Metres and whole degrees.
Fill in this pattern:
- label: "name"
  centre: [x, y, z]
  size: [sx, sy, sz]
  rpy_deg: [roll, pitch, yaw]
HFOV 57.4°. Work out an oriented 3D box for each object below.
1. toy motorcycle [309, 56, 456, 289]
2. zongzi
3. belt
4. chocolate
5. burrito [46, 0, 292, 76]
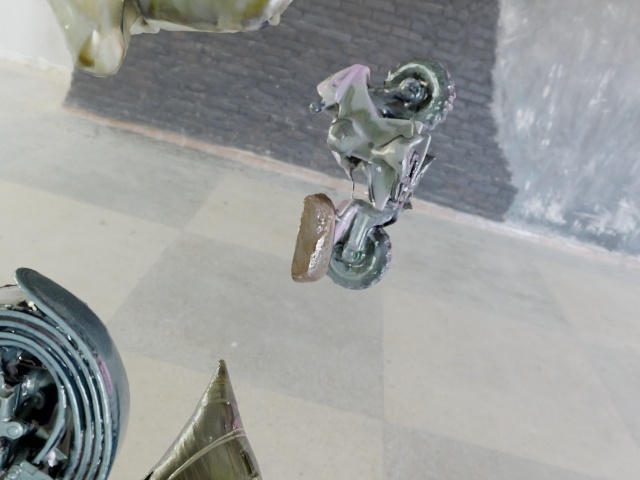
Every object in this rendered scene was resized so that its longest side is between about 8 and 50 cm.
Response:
- label: "toy motorcycle"
  centre: [0.052, -0.104, 0.808]
  size: [0.187, 0.327, 0.143]
  rpy_deg: [23, 6, 19]
- label: "zongzi"
  centre: [-0.178, 0.260, 0.719]
  size: [0.187, 0.084, 0.184]
  rpy_deg: [-21, 57, -6]
- label: "belt"
  centre: [-0.298, 0.158, 0.572]
  size: [0.206, 0.268, 0.116]
  rpy_deg: [2, 11, -8]
- label: "chocolate"
  centre: [0.000, 0.000, 0.634]
  size: [0.031, 0.101, 0.064]
  rpy_deg: [15, 8, 22]
- label: "burrito"
  centre: [-0.116, -0.274, 0.348]
  size: [0.190, 0.332, 0.135]
  rpy_deg: [-21, 11, -8]
